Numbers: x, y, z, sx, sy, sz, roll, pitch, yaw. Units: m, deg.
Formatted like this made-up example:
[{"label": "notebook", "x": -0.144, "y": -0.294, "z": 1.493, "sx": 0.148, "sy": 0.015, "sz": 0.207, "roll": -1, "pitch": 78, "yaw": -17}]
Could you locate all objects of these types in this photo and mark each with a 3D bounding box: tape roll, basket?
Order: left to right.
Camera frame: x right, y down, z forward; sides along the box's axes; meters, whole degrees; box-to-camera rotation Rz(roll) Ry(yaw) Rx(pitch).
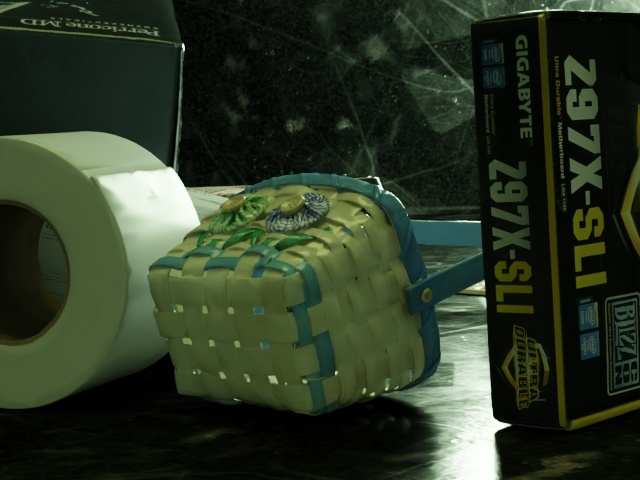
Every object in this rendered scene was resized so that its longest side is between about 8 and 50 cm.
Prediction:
[{"label": "tape roll", "x": -0.250, "y": 0.022, "z": 1.519, "sx": 0.246, "sy": 0.246, "sz": 0.169, "roll": -1, "pitch": 4, "yaw": 20}, {"label": "basket", "x": 0.017, "y": 0.036, "z": 1.450, "sx": 0.254, "sy": 0.201, "sz": 0.289, "roll": 0, "pitch": 15, "yaw": 42}]

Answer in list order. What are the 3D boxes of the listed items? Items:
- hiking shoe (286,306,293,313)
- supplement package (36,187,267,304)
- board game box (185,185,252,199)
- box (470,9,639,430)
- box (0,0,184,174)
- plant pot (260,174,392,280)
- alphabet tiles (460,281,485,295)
[{"label": "hiking shoe", "x": -0.105, "y": 0.072, "z": 1.954, "sx": 0.227, "sy": 0.086, "sz": 0.114, "roll": 2, "pitch": -11, "yaw": -19}, {"label": "supplement package", "x": -0.163, "y": 0.019, "z": 1.730, "sx": 0.262, "sy": 0.145, "sz": 0.204, "roll": 14, "pitch": 4, "yaw": -2}, {"label": "board game box", "x": -0.156, "y": -0.005, "z": 2.432, "sx": 0.291, "sy": 0.141, "sz": 0.232, "roll": -1, "pitch": 5, "yaw": 24}, {"label": "box", "x": 0.234, "y": -0.025, "z": 1.343, "sx": 0.079, "sy": 0.322, "sz": 0.257, "roll": 0, "pitch": 5, "yaw": 43}, {"label": "box", "x": -0.428, "y": -0.182, "z": 2.046, "sx": 0.480, "sy": 0.297, "sz": 0.472, "roll": 3, "pitch": 21, "yaw": -10}, {"label": "plant pot", "x": 0.000, "y": 0.000, "z": 2.139, "sx": 0.188, "sy": 0.167, "sz": 0.187, "roll": -5, "pitch": 5, "yaw": -17}, {"label": "alphabet tiles", "x": 0.261, "y": 0.059, "z": 2.238, "sx": 0.198, "sy": 0.009, "sz": 0.237, "roll": -6, "pitch": 6, "yaw": -40}]
